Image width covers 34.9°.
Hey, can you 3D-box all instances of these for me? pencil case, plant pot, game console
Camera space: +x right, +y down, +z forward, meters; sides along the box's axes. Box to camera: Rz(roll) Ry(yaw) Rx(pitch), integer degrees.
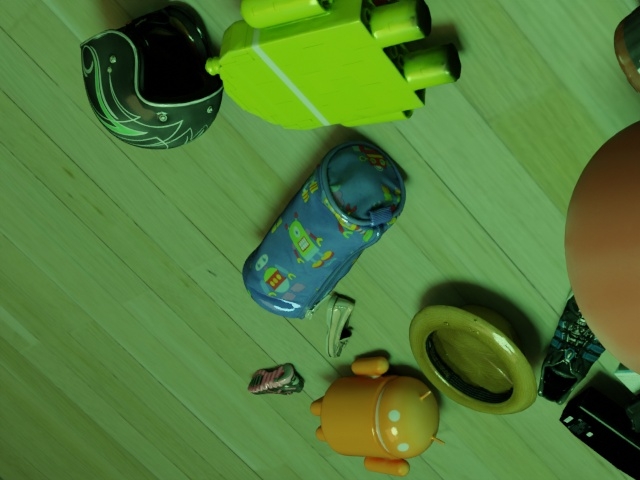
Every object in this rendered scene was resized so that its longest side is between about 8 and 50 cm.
[{"bbox_3d":[0.000,0.000,1.334,0.133,0.119,0.306,59,145,15],"label":"pencil case"},{"bbox_3d":[0.393,-0.007,0.878,0.275,0.275,0.243,42,162,-10],"label":"plant pot"},{"bbox_3d":[0.431,0.245,1.255,0.213,0.044,0.361,35,162,9],"label":"game console"}]

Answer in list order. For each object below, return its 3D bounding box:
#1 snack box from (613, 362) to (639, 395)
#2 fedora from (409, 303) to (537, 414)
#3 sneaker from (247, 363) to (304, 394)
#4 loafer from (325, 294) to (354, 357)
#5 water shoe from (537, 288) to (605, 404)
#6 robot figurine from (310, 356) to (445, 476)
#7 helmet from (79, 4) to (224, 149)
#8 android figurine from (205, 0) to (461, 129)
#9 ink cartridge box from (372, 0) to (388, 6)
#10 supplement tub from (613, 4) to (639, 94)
[{"bbox_3d":[0.516,0.182,1.162,0.187,0.060,0.322,44,154,-14],"label":"snack box"},{"bbox_3d":[0.215,0.148,1.375,0.194,0.079,0.194,25,138,24],"label":"fedora"},{"bbox_3d":[-0.074,0.246,1.717,0.057,0.047,0.119,41,144,-27],"label":"sneaker"},{"bbox_3d":[0.030,0.135,1.523,0.039,0.045,0.125,13,135,14],"label":"loafer"},{"bbox_3d":[0.327,0.135,1.282,0.073,0.080,0.203,21,140,15],"label":"water shoe"},{"bbox_3d":[0.088,0.267,1.554,0.220,0.158,0.128,-6,149,40],"label":"robot figurine"},{"bbox_3d":[-0.204,-0.191,1.247,0.169,0.169,0.161,-11,108,42],"label":"helmet"},{"bbox_3d":[0.005,-0.193,1.106,0.273,0.056,0.248,-7,152,30],"label":"android figurine"},{"bbox_3d":[0.008,-0.282,1.084,0.135,0.056,0.099,-18,120,44],"label":"ink cartridge box"},{"bbox_3d":[0.359,-0.202,0.882,0.106,0.106,0.198,41,142,-9],"label":"supplement tub"}]
